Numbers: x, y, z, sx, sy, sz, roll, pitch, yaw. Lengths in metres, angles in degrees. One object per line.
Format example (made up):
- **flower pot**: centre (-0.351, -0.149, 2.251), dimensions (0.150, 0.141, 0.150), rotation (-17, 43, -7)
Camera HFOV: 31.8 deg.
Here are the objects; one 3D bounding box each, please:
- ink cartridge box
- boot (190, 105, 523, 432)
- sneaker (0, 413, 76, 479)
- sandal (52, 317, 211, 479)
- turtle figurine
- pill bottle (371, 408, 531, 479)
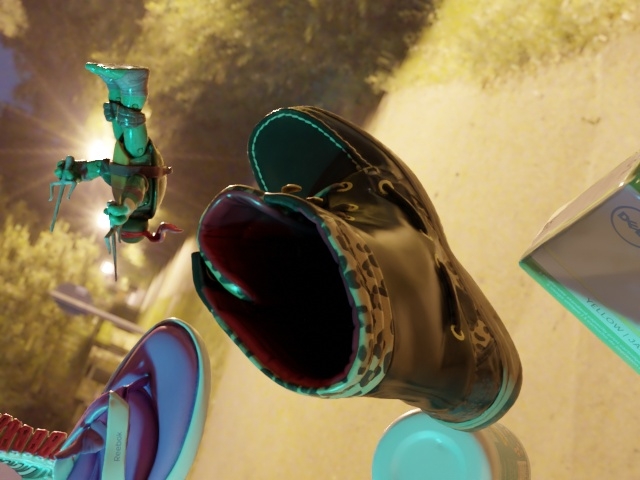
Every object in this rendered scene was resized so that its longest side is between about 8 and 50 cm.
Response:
- **ink cartridge box**: centre (0.218, 0.015, 0.533), dimensions (0.056, 0.171, 0.235), rotation (-46, -1, -24)
- **boot**: centre (0.000, 0.000, 0.970), dimensions (0.138, 0.377, 0.284), rotation (-41, -26, 19)
- **sneaker**: centre (-0.374, 0.271, 1.412), dimensions (0.063, 0.171, 0.074), rotation (-68, -13, -51)
- **sandal**: centre (-0.258, 0.276, 1.284), dimensions (0.102, 0.169, 0.416), rotation (33, -96, -52)
- **turtle figurine**: centre (-0.228, -0.080, 1.264), dimensions (0.175, 0.118, 0.234), rotation (13, 104, 49)
- **pill bottle**: centre (0.170, 0.282, 1.367), dimensions (0.146, 0.146, 0.264), rotation (-67, -25, -2)
